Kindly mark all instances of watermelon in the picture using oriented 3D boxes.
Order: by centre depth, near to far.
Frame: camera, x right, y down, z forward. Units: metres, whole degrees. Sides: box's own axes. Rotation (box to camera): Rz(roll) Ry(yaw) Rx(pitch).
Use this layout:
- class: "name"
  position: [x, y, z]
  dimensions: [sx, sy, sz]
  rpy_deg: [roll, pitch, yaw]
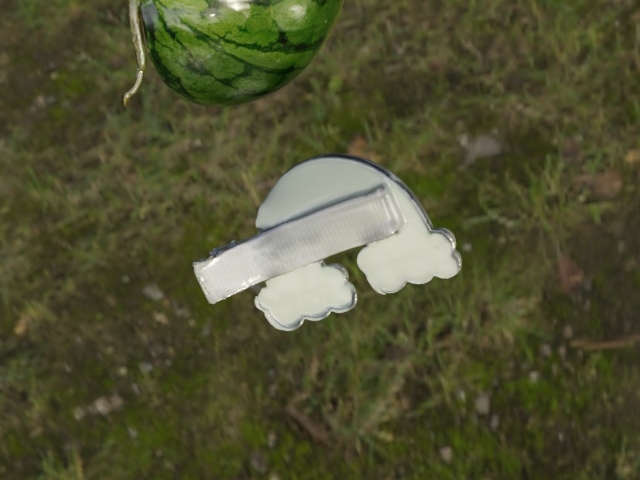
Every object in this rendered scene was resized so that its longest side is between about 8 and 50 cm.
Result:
- class: "watermelon"
  position: [-0.050, -0.200, 1.221]
  dimensions: [0.127, 0.232, 0.204]
  rpy_deg: [10, 100, 23]

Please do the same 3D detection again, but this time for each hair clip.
- class: "hair clip"
  position: [0.000, 0.000, 1.383]
  dimensions: [0.220, 0.140, 0.054]
  rpy_deg: [-20, 8, 15]
